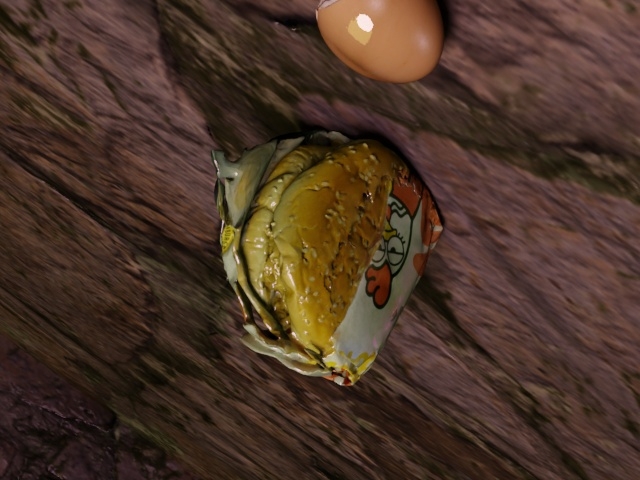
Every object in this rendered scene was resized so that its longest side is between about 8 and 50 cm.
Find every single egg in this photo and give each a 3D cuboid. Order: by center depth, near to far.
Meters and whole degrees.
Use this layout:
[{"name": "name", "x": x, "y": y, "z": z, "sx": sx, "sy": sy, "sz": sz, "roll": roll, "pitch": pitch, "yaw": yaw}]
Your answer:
[{"name": "egg", "x": 0.044, "y": -0.149, "z": 0.718, "sx": 0.096, "sy": 0.080, "sz": 0.080, "roll": 47, "pitch": 151, "yaw": -18}]

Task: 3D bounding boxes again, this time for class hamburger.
[{"name": "hamburger", "x": -0.003, "y": -0.002, "z": 0.879, "sx": 0.125, "sy": 0.214, "sz": 0.235, "roll": -3, "pitch": 131, "yaw": 34}]
